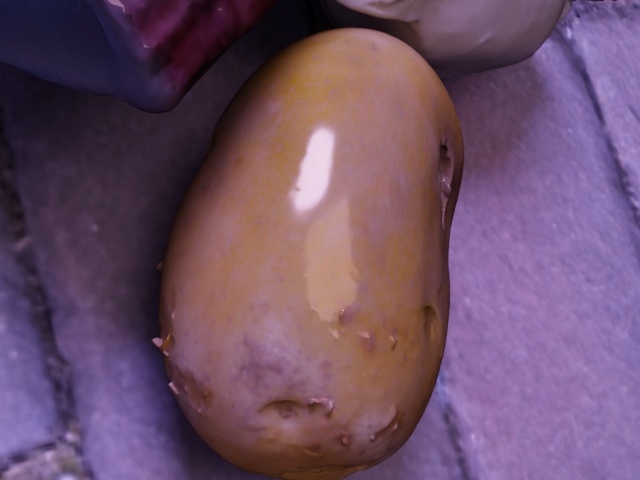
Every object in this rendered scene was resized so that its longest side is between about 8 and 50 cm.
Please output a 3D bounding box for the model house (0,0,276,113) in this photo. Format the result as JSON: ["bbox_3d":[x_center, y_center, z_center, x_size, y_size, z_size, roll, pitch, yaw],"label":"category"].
[{"bbox_3d":[-0.089,-0.233,0.456,0.339,0.297,0.360,39,53,-4],"label":"model house"}]

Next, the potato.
[{"bbox_3d":[0.000,0.000,0.532,0.146,0.150,0.234,14,61,-5],"label":"potato"}]

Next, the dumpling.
[{"bbox_3d":[0.061,-0.163,0.641,0.162,0.132,0.250,36,26,30],"label":"dumpling"}]
